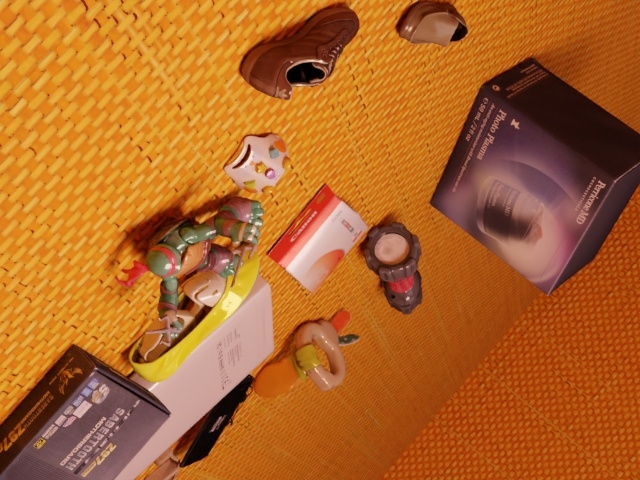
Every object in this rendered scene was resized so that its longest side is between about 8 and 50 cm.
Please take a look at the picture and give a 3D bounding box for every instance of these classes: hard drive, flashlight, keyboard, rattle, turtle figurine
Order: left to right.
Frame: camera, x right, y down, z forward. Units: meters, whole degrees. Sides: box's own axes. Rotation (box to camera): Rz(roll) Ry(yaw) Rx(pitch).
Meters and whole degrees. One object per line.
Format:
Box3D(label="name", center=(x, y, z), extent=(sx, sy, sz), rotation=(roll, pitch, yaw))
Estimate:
Box3D(label="hard drive", center=(-0.211, 0.221, 1.613), extent=(0.353, 0.047, 0.233), rotation=(-42, 158, -23))
Box3D(label="turtle figurine", center=(-0.148, 0.020, 1.300), extent=(0.175, 0.118, 0.234), rotation=(-43, 179, 23))
Box3D(label="keyboard", center=(-0.179, 0.297, 1.821), extent=(0.100, 0.038, 0.192), rotation=(-8, 134, -58))
Box3D(label="rattle", center=(-0.020, 0.213, 1.972), extent=(0.143, 0.130, 0.200), rotation=(-48, -171, 26))
Box3D(label="flashlight", center=(0.146, 0.063, 2.006), extent=(0.103, 0.103, 0.304), rotation=(-48, 159, -11))

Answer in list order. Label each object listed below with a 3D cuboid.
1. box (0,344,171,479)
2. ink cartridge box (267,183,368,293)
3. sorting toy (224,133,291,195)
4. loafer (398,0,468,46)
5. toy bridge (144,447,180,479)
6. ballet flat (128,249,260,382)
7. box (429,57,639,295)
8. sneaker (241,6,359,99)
Box3D(label="box", center=(-0.324, 0.264, 1.368), extent=(0.233, 0.059, 0.183), rotation=(-48, 144, -5))
Box3D(label="ink cartridge box", center=(0.000, 0.000, 1.679), extent=(0.145, 0.045, 0.179), rotation=(-50, 162, -2))
Box3D(label="sorting toy", center=(-0.084, -0.098, 1.353), extent=(0.075, 0.045, 0.083), rotation=(24, 105, -49))
Box3D(label="loafer", center=(0.162, -0.298, 1.491), extent=(0.148, 0.050, 0.056), rotation=(-25, 148, -50))
Box3D(label="toy bridge", center=(-0.268, 0.399, 1.826), extent=(0.063, 0.026, 0.188), rotation=(-36, 156, -37))
Box3D(label="ballet flat", center=(-0.173, 0.095, 1.447), extent=(0.231, 0.077, 0.077), rotation=(-49, 143, 1))
Box3D(label="box", center=(0.399, -0.116, 1.953), extent=(0.182, 0.294, 0.296), rotation=(-32, 153, -40))
Box3D(label="sneaker", center=(-0.007, -0.211, 1.258), extent=(0.188, 0.071, 0.066), rotation=(-35, 155, -35))
